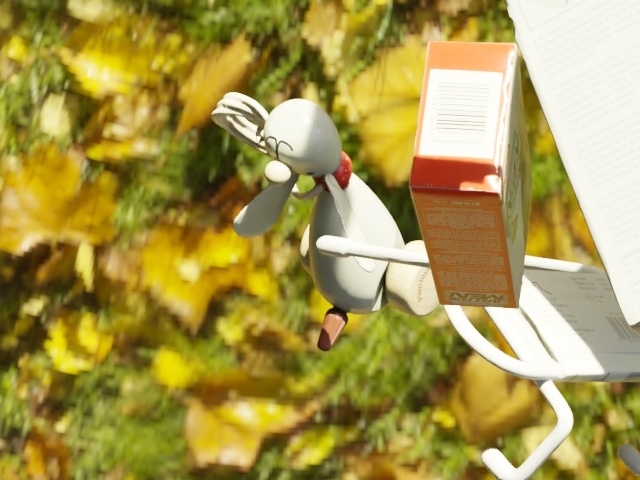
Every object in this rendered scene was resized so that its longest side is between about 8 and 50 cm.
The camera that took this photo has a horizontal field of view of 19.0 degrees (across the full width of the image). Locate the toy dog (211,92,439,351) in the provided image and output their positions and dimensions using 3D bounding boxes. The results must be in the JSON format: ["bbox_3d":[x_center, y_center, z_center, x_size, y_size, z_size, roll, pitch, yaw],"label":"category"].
[{"bbox_3d":[0.000,0.000,2.041,0.333,0.220,0.161,43,68,-33],"label":"toy dog"}]

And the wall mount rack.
[{"bbox_3d":[0.173,0.073,1.677,0.350,0.304,0.130,5,132,-47],"label":"wall mount rack"}]

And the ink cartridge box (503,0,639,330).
[{"bbox_3d":[0.184,-0.100,0.855,0.189,0.066,0.232,-27,74,33],"label":"ink cartridge box"}]

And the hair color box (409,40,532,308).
[{"bbox_3d":[0.089,-0.034,1.099,0.053,0.093,0.167,4,157,10],"label":"hair color box"}]
